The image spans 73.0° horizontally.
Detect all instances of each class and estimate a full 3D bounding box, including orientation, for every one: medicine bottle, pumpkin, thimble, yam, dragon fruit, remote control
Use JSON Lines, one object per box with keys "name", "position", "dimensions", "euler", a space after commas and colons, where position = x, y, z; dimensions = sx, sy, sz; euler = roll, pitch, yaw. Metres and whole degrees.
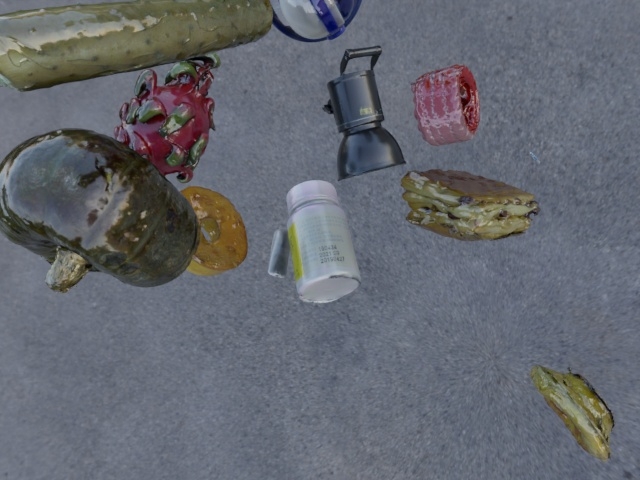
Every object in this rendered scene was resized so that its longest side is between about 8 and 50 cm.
{"name": "medicine bottle", "position": [0.000, 0.000, 1.470], "dimensions": [0.213, 0.213, 0.379], "euler": [-19, 61, 16]}
{"name": "pumpkin", "position": [-0.381, -0.043, 0.677], "dimensions": [0.324, 0.232, 0.242], "euler": [11, 71, 12]}
{"name": "thimble", "position": [0.322, -0.339, 1.101], "dimensions": [0.125, 0.163, 0.190], "euler": [-1, 117, 39]}
{"name": "yam", "position": [-0.201, -0.250, 0.519], "dimensions": [0.083, 0.083, 0.371], "euler": [32, 46, 26]}
{"name": "dragon fruit", "position": [-0.316, -0.254, 0.895], "dimensions": [0.198, 0.218, 0.273], "euler": [8, 82, 5]}
{"name": "remote control", "position": [-0.149, 0.039, 1.647], "dimensions": [0.044, 0.073, 0.229], "euler": [126, 157, -45]}

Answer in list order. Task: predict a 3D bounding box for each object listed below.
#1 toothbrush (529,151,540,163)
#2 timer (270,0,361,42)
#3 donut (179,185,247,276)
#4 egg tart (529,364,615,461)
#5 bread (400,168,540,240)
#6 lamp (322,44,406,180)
{"name": "toothbrush", "position": [0.844, -0.325, 1.703], "dimensions": [0.017, 0.162, 0.014], "euler": [44, 111, 29]}
{"name": "timer", "position": [-0.013, -0.524, 0.904], "dimensions": [0.270, 0.270, 0.384], "euler": [-25, 37, 13]}
{"name": "donut", "position": [-0.349, -0.018, 1.293], "dimensions": [0.108, 0.277, 0.278], "euler": [-33, 64, 33]}
{"name": "egg tart", "position": [0.598, 0.388, 1.013], "dimensions": [0.106, 0.241, 0.241], "euler": [-35, 66, 6]}
{"name": "bread", "position": [0.396, -0.088, 1.203], "dimensions": [0.324, 0.277, 0.167], "euler": [38, 128, 51]}
{"name": "lamp", "position": [0.075, -0.248, 0.884], "dimensions": [0.147, 0.172, 0.228], "euler": [-17, 97, -22]}
